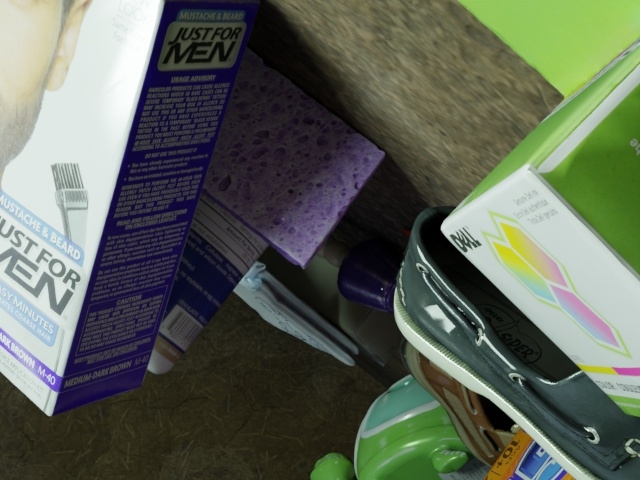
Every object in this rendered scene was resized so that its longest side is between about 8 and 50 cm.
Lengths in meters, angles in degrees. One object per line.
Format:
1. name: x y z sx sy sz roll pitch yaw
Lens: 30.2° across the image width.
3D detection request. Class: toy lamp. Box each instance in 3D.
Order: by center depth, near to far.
1. toy lamp: 0.000 0.000 1.363 0.274 0.080 0.080 34 172 38

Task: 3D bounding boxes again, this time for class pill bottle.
1. pill bottle: -0.131 -0.014 1.162 0.153 0.265 0.153 37 171 7

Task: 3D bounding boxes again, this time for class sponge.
1. sponge: -0.062 -0.086 0.967 0.210 0.117 0.031 37 171 1

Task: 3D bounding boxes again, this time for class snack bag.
1. snack bag: -0.129 0.026 1.554 0.342 0.037 0.323 43 171 -24

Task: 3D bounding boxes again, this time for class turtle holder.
1. turtle holder: 0.160 0.344 1.852 0.243 0.320 0.227 21 -143 -22

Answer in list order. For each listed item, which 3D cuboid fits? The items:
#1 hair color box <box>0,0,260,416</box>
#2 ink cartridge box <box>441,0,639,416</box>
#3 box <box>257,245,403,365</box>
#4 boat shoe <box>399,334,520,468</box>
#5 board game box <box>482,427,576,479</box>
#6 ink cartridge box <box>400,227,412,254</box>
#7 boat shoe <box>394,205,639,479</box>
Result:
1. hair color box: -0.187 -0.061 0.896 0.185 0.339 0.110 33 -154 29
2. ink cartridge box: 0.094 -0.045 0.488 0.255 0.097 0.189 44 174 2
3. box: -0.001 0.051 1.595 0.275 0.094 0.113 32 170 37
4. boat shoe: 0.216 0.193 1.350 0.324 0.123 0.120 42 168 -35
5. board game box: 0.320 0.387 1.108 0.356 0.356 0.356 39 172 -9
6. ink cartridge box: 0.115 0.023 1.135 0.063 0.029 0.115 41 172 -24
7. boat shoe: 0.189 0.073 0.777 0.340 0.127 0.113 36 150 33
